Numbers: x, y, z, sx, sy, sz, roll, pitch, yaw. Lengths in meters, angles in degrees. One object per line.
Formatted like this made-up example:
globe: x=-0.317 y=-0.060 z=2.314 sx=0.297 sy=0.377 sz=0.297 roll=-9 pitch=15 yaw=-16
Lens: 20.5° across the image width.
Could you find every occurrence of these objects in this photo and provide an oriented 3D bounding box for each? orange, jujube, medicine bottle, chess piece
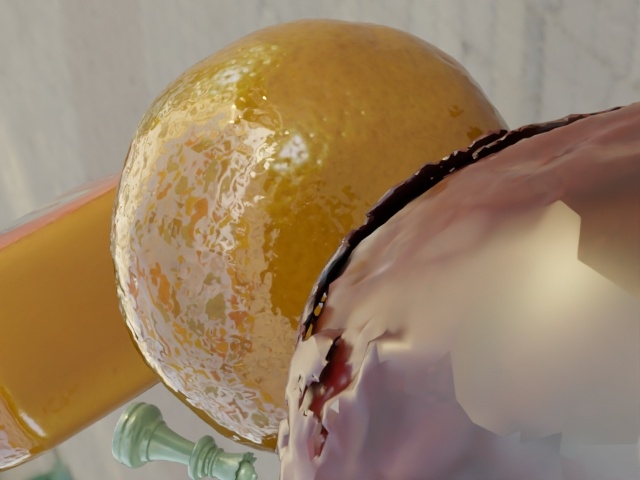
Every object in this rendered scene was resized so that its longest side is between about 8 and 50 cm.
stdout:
orange: x=0.000 y=0.000 z=0.623 sx=0.124 sy=0.156 sz=0.156 roll=10 pitch=117 yaw=63
jujube: x=0.110 y=0.058 z=0.374 sx=0.183 sy=0.243 sz=0.183 roll=3 pitch=-90 yaw=-87
medicine bottle: x=-0.175 y=0.057 z=0.955 sx=0.149 sy=0.222 sz=0.112 roll=-14 pitch=104 yaw=55
chess piece: x=-0.080 y=0.132 z=1.089 sx=0.093 sy=0.042 sz=0.042 roll=18 pitch=134 yaw=22
